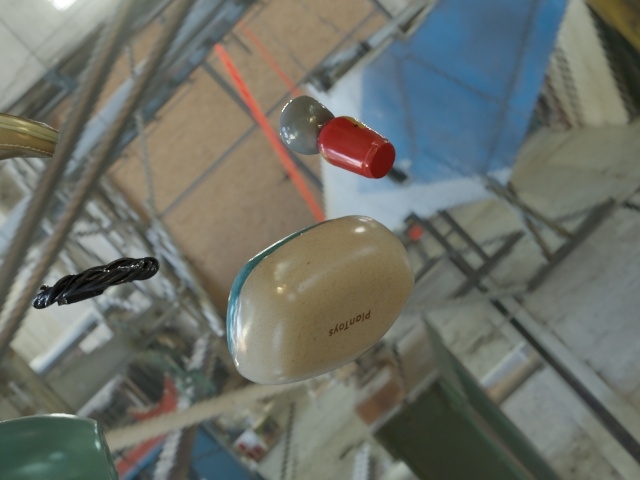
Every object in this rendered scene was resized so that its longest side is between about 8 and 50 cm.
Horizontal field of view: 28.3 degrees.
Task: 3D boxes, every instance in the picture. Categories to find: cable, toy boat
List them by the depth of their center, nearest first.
[{"bbox_3d":[0.000,0.000,1.442,0.267,0.148,0.318,-16,-56,-43],"label":"toy boat"},{"bbox_3d":[-0.322,0.054,1.822,0.184,0.047,0.150,-16,-3,-1],"label":"cable"}]

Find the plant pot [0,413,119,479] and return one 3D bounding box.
[{"bbox_3d":[-0.441,0.409,2.029,0.235,0.293,0.293,-19,0,-8],"label":"plant pot"}]

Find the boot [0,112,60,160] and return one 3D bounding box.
[{"bbox_3d":[-0.339,-0.033,1.132,0.213,0.165,0.077,0,-9,6],"label":"boot"}]
